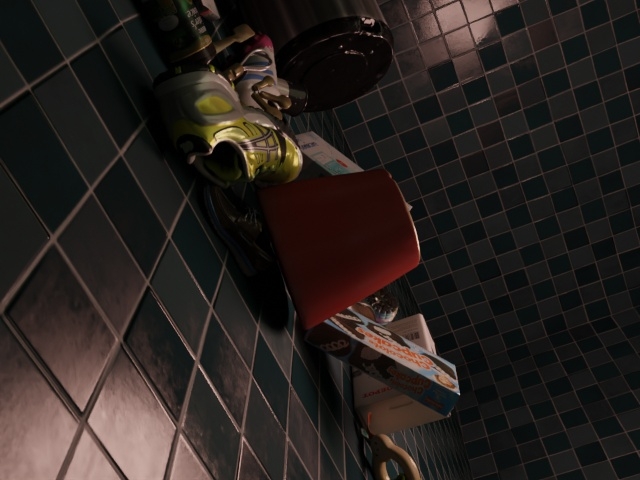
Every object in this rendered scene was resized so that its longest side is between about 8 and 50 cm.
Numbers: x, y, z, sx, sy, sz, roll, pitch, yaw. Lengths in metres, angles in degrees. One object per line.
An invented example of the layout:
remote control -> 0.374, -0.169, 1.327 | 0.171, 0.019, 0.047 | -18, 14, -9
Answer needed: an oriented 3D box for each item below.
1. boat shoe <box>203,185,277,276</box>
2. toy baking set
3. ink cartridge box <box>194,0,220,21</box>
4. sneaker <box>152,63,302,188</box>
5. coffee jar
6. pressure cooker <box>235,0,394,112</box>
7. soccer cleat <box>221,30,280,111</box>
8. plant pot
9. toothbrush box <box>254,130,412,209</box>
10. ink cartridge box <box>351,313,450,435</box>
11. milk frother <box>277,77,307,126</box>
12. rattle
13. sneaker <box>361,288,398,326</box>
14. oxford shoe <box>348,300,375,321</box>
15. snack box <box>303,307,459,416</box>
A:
boat shoe -> -0.128, -0.024, 1.157 | 0.066, 0.066, 0.183 | -99, 165, -51
toy baking set -> -0.162, -0.313, 1.369 | 0.197, 0.030, 0.256 | -6, 67, -37
ink cartridge box -> -0.263, -0.532, 1.574 | 0.115, 0.029, 0.062 | -23, 92, -79
sneaker -> -0.147, -0.147, 1.182 | 0.385, 0.145, 0.147 | 25, 53, -61
coffee jar -> -0.247, -0.375, 1.208 | 0.096, 0.079, 0.184 | -89, 156, -63
pressure cooker -> -0.029, -0.604, 1.911 | 0.370, 0.376, 0.420 | -48, -123, 54
soccer cleat -> -0.145, -0.342, 1.545 | 0.143, 0.116, 0.331 | 47, 27, -22
plant pot -> 0.035, -0.004, 1.304 | 0.275, 0.243, 0.274 | 160, -90, -86
toothbrush box -> 0.034, -0.099, 1.542 | 0.295, 0.126, 0.216 | 37, 19, 7
ink cartridge box -> 0.185, 0.323, 1.709 | 0.273, 0.198, 0.114 | -90, 158, -61
milk frother -> -0.124, -0.323, 1.713 | 0.135, 0.129, 0.143 | 7, 89, -39
rattle -> 0.109, 0.477, 1.490 | 0.199, 0.143, 0.130 | 57, -26, 18
sneaker -> 0.124, 0.162, 2.059 | 0.283, 0.110, 0.122 | -117, -148, -50
oxford shoe -> 0.078, 0.195, 1.777 | 0.227, 0.083, 0.096 | 38, 39, -54
snack box -> 0.130, 0.233, 1.469 | 0.322, 0.060, 0.187 | 28, 11, 2
